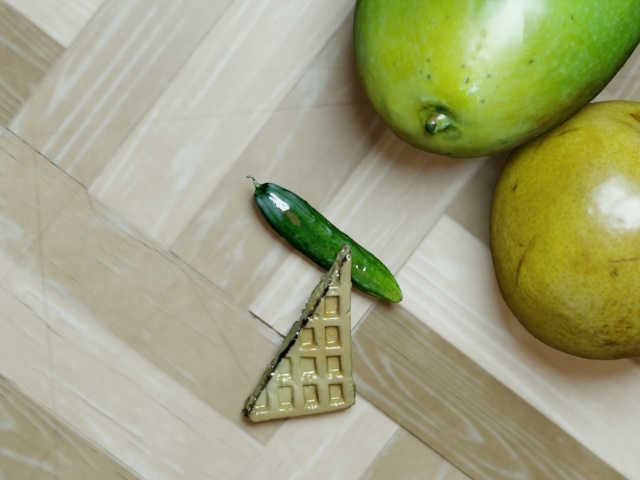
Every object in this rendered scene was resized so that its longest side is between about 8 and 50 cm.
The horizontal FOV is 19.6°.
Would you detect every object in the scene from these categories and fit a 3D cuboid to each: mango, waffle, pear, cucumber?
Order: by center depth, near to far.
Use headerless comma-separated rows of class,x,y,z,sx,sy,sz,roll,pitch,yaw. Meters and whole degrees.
mango,0.170,-0.224,1.451,0.201,0.225,0.382,41,72,-17
pear,0.230,-0.004,1.485,0.209,0.209,0.208,-1,96,-6
waffle,-0.018,0.077,1.533,0.098,0.023,0.152,-4,115,-7
cucumber,0.000,0.000,1.539,0.168,0.039,0.039,37,91,-11
